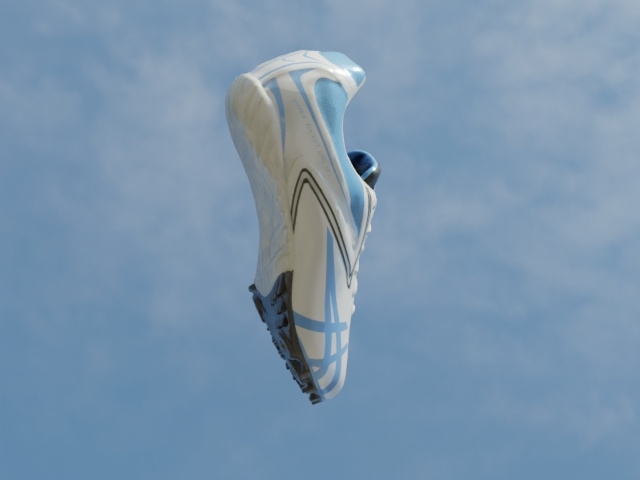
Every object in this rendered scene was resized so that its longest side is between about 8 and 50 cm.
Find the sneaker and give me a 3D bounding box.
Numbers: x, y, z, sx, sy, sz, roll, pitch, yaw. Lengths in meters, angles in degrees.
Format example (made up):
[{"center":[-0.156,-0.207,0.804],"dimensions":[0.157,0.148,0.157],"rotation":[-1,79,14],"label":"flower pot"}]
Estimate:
[{"center":[0.000,0.000,0.751],"dimensions":[0.086,0.085,0.237],"rotation":[-17,-54,-16],"label":"sneaker"}]
